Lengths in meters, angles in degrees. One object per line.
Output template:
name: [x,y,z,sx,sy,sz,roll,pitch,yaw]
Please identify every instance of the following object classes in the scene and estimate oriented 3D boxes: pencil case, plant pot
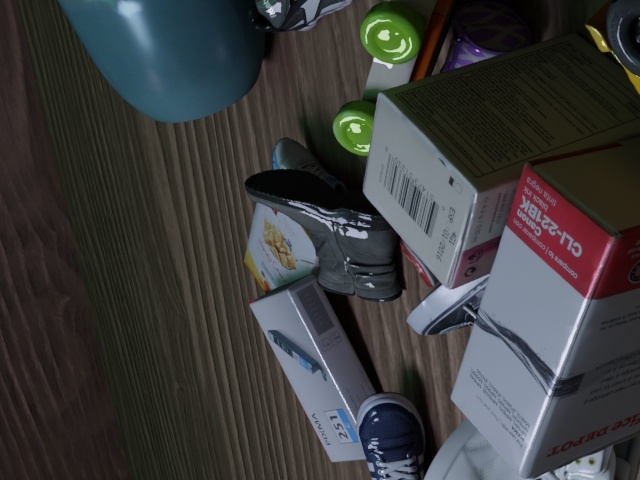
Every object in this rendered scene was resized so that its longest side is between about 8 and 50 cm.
pencil case: [0.156,-0.158,1.080,0.086,0.088,0.206,56,152,30]
plant pot: [-0.214,-0.318,1.495,0.293,0.293,0.235,35,150,51]

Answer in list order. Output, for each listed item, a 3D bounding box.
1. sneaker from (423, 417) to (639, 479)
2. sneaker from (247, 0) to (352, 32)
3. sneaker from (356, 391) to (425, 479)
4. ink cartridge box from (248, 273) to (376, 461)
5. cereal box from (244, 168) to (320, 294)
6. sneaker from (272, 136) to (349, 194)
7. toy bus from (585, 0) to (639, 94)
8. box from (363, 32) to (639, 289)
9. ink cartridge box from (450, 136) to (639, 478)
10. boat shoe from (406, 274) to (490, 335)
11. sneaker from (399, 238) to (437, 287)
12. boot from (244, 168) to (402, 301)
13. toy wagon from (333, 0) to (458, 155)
sneaker: [0.223,0.244,1.046,0.108,0.292,0.169,36,176,-40]
sneaker: [-0.027,-0.320,1.308,0.234,0.106,0.078,-20,90,64]
sneaker: [0.111,0.361,1.452,0.153,0.099,0.282,-93,-4,-55]
ink cartridge box: [-0.023,0.219,1.650,0.261,0.066,0.296,-25,93,59]
cereal box: [-0.054,0.018,1.660,0.173,0.047,0.240,54,150,28]
sneaker: [0.002,-0.081,1.476,0.190,0.071,0.083,56,145,11]
toy bus: [0.332,-0.125,0.711,0.220,0.149,0.211,-7,114,61]
box: [0.177,-0.078,0.923,0.148,0.232,0.127,52,150,35]
ink cartridge box: [0.249,0.056,0.886,0.114,0.197,0.273,48,139,41]
boat shoe: [0.206,0.054,1.110,0.105,0.113,0.306,51,139,4]
sneaker: [0.160,-0.022,1.197,0.087,0.128,0.221,55,-170,-17]
boot: [0.000,0.000,1.416,0.246,0.083,0.161,17,125,25]
toy wagon: [0.103,-0.250,0.963,0.068,0.267,0.344,21,140,3]
